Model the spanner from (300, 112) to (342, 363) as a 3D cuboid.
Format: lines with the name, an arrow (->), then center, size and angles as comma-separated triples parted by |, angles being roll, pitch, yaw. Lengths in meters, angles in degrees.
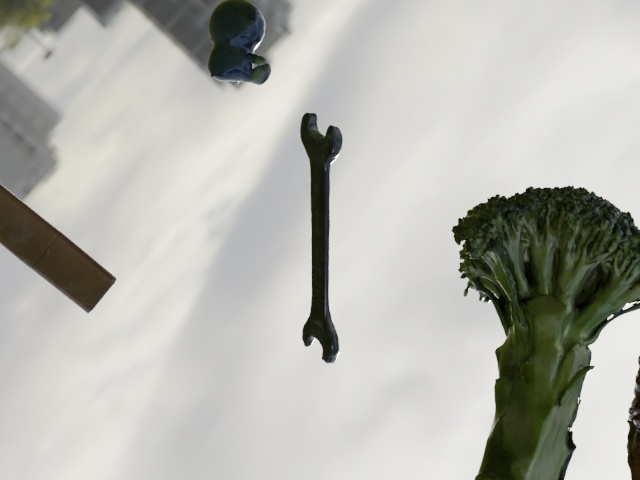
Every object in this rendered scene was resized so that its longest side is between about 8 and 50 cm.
spanner -> 0.000, 0.000, 1.635 | 0.015, 0.254, 0.054 | -16, -158, -42

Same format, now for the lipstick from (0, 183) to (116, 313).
lipstick -> -0.260, 0.006, 1.548 | 0.045, 0.145, 0.045 | -51, -173, -7

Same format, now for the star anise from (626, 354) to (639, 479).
star anise -> 0.422, 0.200, 1.895 | 0.237, 0.148, 0.346 | -75, 172, -48

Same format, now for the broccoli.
broccoli -> 0.219, 0.114, 1.795 | 0.361, 0.252, 0.221 | -57, 160, -9

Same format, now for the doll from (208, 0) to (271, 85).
doll -> -0.078, -0.189, 1.584 | 0.076, 0.050, 0.083 | 11, -81, 51
